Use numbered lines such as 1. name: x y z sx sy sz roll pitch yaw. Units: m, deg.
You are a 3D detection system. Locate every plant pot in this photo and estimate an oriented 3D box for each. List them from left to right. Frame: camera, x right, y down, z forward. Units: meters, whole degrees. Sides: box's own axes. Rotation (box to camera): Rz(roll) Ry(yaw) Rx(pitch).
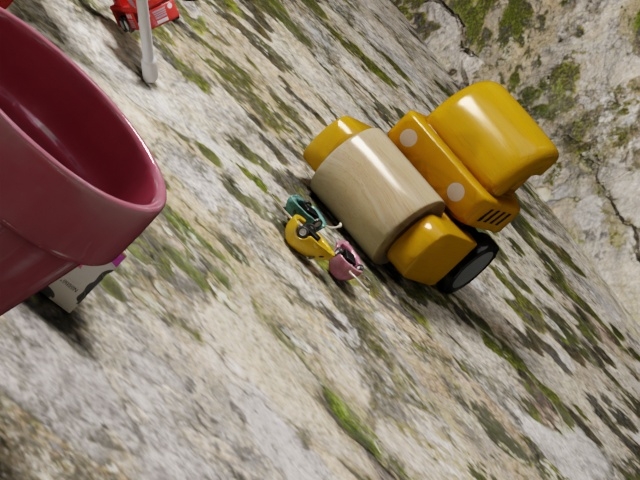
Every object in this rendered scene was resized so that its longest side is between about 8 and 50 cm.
1. plant pot: -0.231 -0.031 1.214 0.201 0.180 0.201 43 14 -14

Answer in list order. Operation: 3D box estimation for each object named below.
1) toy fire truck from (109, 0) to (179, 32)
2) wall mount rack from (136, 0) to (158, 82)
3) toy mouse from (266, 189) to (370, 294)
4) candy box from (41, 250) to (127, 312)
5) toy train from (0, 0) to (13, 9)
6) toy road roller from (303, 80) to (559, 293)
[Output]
1. toy fire truck: -0.227 -0.308 2.169 0.135 0.047 0.192 66 -14 -15
2. wall mount rack: -0.284 -0.321 2.040 0.304 0.130 0.350 21 29 -54
3. toy mouse: 0.000 0.000 2.126 0.161 0.031 0.143 46 14 -1
4. candy box: -0.240 -0.063 1.511 0.159 0.071 0.233 40 15 -26
5. toy train: -0.281 -0.198 1.421 0.105 0.248 0.143 42 19 -16
6. toy road roller: 0.154 -0.089 2.397 0.202 0.240 0.329 50 14 18
